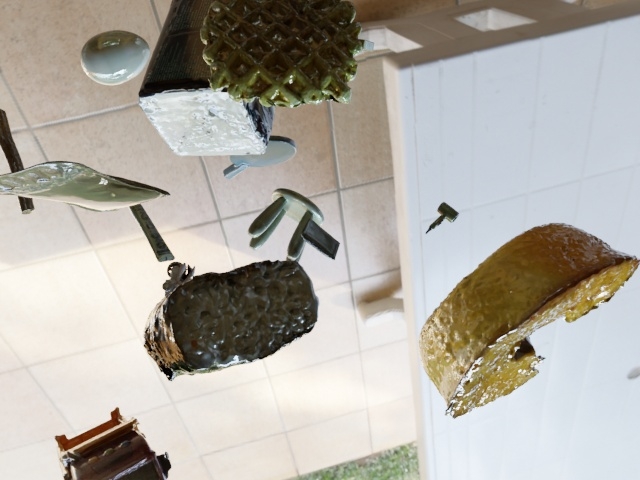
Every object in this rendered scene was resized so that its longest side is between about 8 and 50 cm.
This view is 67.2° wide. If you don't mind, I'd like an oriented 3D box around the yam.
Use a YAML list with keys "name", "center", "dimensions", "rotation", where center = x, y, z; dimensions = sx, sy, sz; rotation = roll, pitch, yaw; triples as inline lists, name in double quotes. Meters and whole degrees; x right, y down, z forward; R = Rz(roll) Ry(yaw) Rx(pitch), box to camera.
- name: "yam"
  center: [-0.887, -0.232, 1.387]
  dimensions: [0.045, 0.327, 0.045]
  rotation: [-18, 172, -26]

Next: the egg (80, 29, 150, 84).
- name: "egg"
  center: [-0.626, -0.563, 1.479]
  dimensions: [0.209, 0.151, 0.151]
  rotation: [-26, 128, -17]

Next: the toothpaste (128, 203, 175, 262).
- name: "toothpaste"
  center: [-0.516, -0.031, 1.452]
  dimensions: [0.062, 0.239, 0.039]
  rotation: [-11, 149, -53]

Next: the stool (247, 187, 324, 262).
- name: "stool"
  center: [-0.117, -0.039, 1.559]
  dimensions: [0.195, 0.195, 0.199]
  rotation: [31, 73, 4]

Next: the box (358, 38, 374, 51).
- name: "box"
  center: [0.056, -0.602, 1.466]
  dimensions: [0.193, 0.121, 0.030]
  rotation: [14, 111, 16]

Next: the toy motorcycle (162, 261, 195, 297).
- name: "toy motorcycle"
  center: [-0.538, 0.216, 1.907]
  dimensions: [0.170, 0.110, 0.261]
  rotation: [6, 84, -13]

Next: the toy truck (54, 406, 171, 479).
- name: "toy truck"
  center: [-0.278, 0.306, 0.640]
  dimensions: [0.114, 0.270, 0.135]
  rotation: [-21, 92, -33]

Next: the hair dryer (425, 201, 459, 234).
- name: "hair dryer"
  center: [0.411, -0.067, 1.679]
  dimensions: [0.150, 0.071, 0.047]
  rotation: [-40, 158, -20]

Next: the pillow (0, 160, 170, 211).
- name: "pillow"
  center: [-0.294, -0.063, 0.602]
  dimensions: [0.130, 0.217, 0.033]
  rotation: [-12, 84, 14]

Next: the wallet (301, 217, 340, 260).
- name: "wallet"
  center: [0.000, 0.000, 1.453]
  dimensions: [0.129, 0.088, 0.026]
  rotation: [39, 128, -15]

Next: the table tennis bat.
- name: "table tennis bat"
  center: [-0.221, -0.280, 1.623]
  dimensions: [0.215, 0.044, 0.329]
  rotation: [3, 164, -45]

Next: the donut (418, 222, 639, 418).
- name: "donut"
  center: [0.357, 0.145, 0.919]
  dimensions: [0.377, 0.163, 0.435]
  rotation: [-2, 132, -40]

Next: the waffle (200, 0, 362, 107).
- name: "waffle"
  center: [-0.051, -0.267, 0.637]
  dimensions: [0.213, 0.208, 0.054]
  rotation: [2, 156, -2]

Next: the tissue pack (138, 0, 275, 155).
- name: "tissue pack"
  center: [-0.248, -0.433, 1.198]
  dimensions: [0.263, 0.417, 0.253]
  rotation: [-2, 150, 13]

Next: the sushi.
- name: "sushi"
  center: [-0.114, 0.102, 0.636]
  dimensions: [0.225, 0.124, 0.127]
  rotation: [-15, 173, -42]
